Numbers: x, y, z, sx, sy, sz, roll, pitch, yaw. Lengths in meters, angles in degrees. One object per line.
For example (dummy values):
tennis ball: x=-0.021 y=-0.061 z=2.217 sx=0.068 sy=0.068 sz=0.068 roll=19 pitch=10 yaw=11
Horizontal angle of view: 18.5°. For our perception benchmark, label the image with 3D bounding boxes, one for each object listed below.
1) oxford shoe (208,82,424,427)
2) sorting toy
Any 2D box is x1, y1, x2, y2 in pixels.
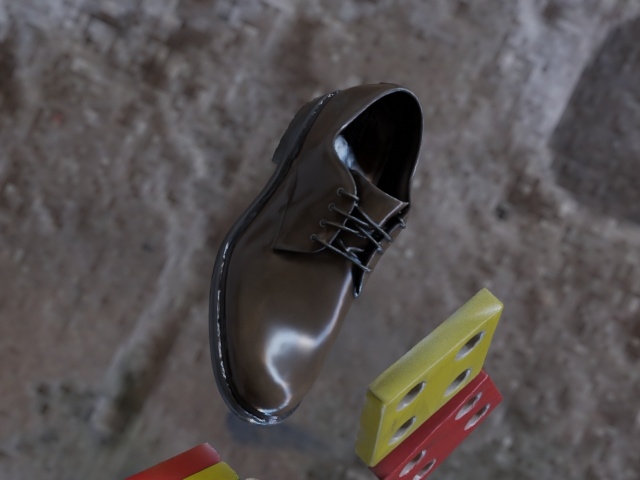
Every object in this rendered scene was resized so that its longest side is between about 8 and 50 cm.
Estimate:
oxford shoe: x=0.000 y=0.000 z=1.134 sx=0.096 sy=0.083 sz=0.227 roll=-18 pitch=-132 yaw=55
sorting toy: x=-0.052 y=0.109 z=0.580 sx=0.274 sy=0.046 sz=0.132 roll=-46 pitch=163 yaw=1
